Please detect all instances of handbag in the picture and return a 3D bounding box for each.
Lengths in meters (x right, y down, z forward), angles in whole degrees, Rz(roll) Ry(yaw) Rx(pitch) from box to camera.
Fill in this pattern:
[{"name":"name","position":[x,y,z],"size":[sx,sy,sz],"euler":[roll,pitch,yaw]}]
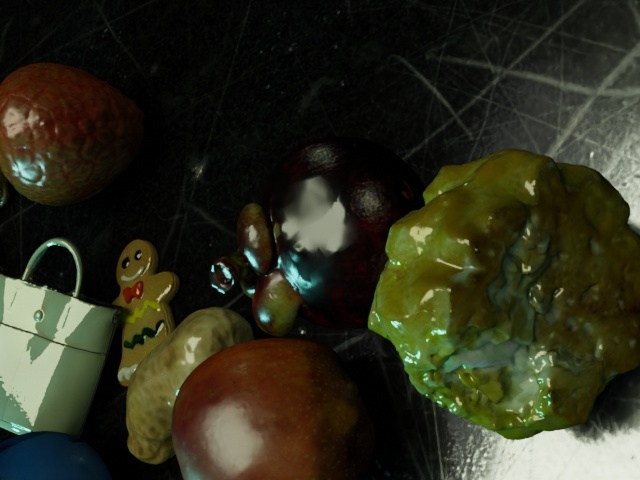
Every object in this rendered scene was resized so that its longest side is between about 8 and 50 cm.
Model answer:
[{"name":"handbag","position":[-0.434,0.149,1.177],"size":[0.241,0.109,0.315],"euler":[15,90,16]}]

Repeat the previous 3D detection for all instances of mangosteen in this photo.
[{"name":"mangosteen","position":[0.000,0.000,0.833],"size":[0.265,0.228,0.228],"euler":[-19,56,-17]}]

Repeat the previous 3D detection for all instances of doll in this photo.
[{"name":"doll","position":[-0.380,0.408,1.009],"size":[0.240,0.284,0.310],"euler":[-39,72,-8]}]

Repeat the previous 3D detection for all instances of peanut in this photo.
[{"name":"peanut","position":[-0.183,0.197,0.999],"size":[0.253,0.122,0.137],"euler":[-44,63,22]}]

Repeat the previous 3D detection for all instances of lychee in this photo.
[{"name":"lychee","position":[-0.447,-0.178,1.229],"size":[0.255,0.300,0.255],"euler":[-176,90,-79]}]

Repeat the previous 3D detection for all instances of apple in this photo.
[{"name":"apple","position":[-0.047,0.221,0.837],"size":[0.230,0.230,0.230],"euler":[-12,70,34]}]

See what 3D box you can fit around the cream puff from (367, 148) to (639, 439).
[{"name":"cream puff","position":[0.171,0.047,0.701],"size":[0.185,0.282,0.281],"euler":[11,82,64]}]

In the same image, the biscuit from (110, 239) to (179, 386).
[{"name":"biscuit","position":[-0.281,0.106,1.156],"size":[0.158,0.035,0.240],"euler":[-30,61,24]}]

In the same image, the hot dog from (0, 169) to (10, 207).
[{"name":"hot dog","position":[-0.723,-0.171,1.523],"size":[0.175,0.114,0.259],"euler":[-32,60,25]}]
